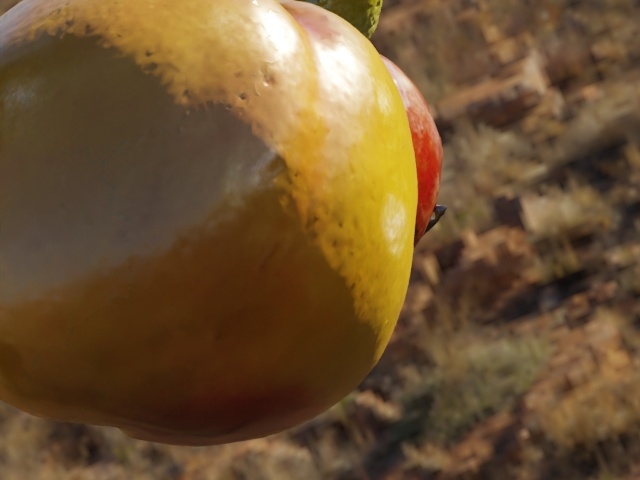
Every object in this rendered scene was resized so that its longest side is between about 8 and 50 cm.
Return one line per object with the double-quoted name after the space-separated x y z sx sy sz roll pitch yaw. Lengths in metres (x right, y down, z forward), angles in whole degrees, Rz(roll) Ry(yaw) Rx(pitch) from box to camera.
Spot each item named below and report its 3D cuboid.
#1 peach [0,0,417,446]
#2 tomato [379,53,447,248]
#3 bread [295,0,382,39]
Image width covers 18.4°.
-0.037 -0.010 0.531 0.138 0.138 0.138 -21 20 8 "peach"
0.004 0.000 1.176 0.228 0.101 0.228 -57 6 10 "tomato"
-0.036 -0.155 0.910 0.149 0.188 0.065 -8 -3 -37 "bread"
